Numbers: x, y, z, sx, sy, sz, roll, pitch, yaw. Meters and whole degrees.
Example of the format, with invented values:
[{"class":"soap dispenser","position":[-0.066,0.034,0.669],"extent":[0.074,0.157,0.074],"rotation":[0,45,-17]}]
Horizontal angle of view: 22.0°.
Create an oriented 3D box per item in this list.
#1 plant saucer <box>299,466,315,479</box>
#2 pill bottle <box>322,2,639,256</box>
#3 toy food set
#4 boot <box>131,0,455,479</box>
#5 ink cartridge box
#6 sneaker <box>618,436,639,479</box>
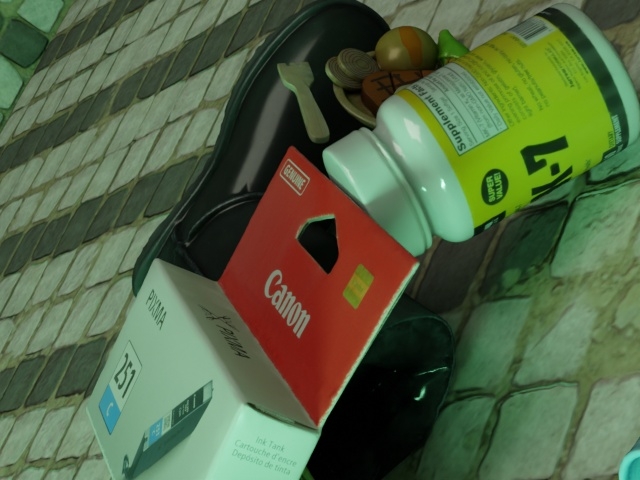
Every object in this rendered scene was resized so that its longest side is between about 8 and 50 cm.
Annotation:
[{"class":"plant saucer","position":[-0.026,0.274,1.115],"extent":[0.188,0.045,0.188],"rotation":[-49,44,12]},{"class":"pill bottle","position":[0.114,-0.073,1.185],"extent":[0.208,0.119,0.119],"rotation":[-30,23,-7]},{"class":"toy food set","position":[0.071,-0.133,1.354],"extent":[0.132,0.192,0.038],"rotation":[-111,20,-48]},{"class":"boot","position":[-0.001,0.002,1.352],"extent":[0.367,0.146,0.445],"rotation":[-59,20,9]},{"class":"ink cartridge box","position":[-0.064,0.073,1.159],"extent":[0.261,0.066,0.296],"rotation":[-63,23,8]},{"class":"sneaker","position":[0.227,0.103,0.788],"extent":[0.135,0.150,0.366],"rotation":[-16,44,54]}]
